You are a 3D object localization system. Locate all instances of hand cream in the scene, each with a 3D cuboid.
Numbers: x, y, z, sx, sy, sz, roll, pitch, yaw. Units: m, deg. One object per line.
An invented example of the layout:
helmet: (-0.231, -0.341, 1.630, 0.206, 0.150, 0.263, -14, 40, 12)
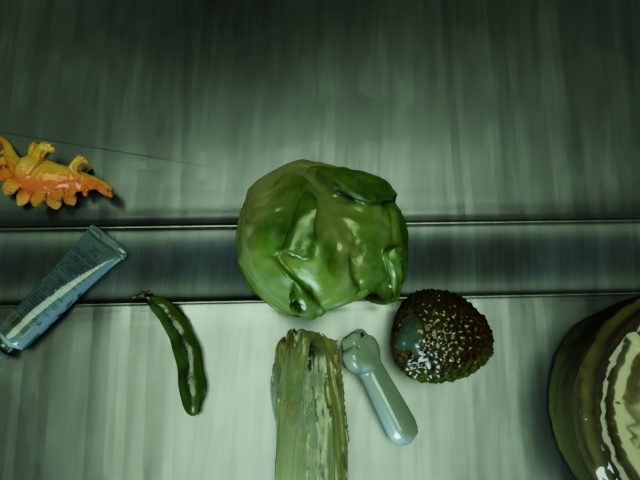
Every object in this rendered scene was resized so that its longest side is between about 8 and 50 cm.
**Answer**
hand cream: (-0.441, 0.088, 0.968, 0.088, 0.055, 0.256, 36, 75, 14)

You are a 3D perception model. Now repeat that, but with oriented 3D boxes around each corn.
corn: (-0.018, 0.292, 0.904, 0.122, 0.123, 0.304, -3, 76, -2)

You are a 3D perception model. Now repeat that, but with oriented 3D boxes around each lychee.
lychee: (0.195, 0.157, 0.935, 0.171, 0.171, 0.171, 1, 77, -3)

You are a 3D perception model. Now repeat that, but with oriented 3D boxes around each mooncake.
mooncake: (0.569, 0.268, 0.883, 0.394, 0.246, 0.393, -15, 75, 0)

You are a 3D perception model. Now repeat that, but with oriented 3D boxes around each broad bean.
broad bean: (-0.237, 0.178, 0.964, 0.069, 0.039, 0.226, -27, 79, -15)

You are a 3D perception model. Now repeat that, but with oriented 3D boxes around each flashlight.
flashlight: (0.095, 0.241, 0.950, 0.048, 0.093, 0.200, -31, 85, 28)

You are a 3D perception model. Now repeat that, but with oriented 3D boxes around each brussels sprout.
brussels sprout: (0.001, 0.000, 0.927, 0.260, 0.227, 0.294, -32, 72, -24)

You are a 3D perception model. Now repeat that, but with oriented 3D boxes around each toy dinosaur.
toy dinosaur: (-0.493, -0.112, 1.007, 0.289, 0.070, 0.117, 19, 77, 7)
